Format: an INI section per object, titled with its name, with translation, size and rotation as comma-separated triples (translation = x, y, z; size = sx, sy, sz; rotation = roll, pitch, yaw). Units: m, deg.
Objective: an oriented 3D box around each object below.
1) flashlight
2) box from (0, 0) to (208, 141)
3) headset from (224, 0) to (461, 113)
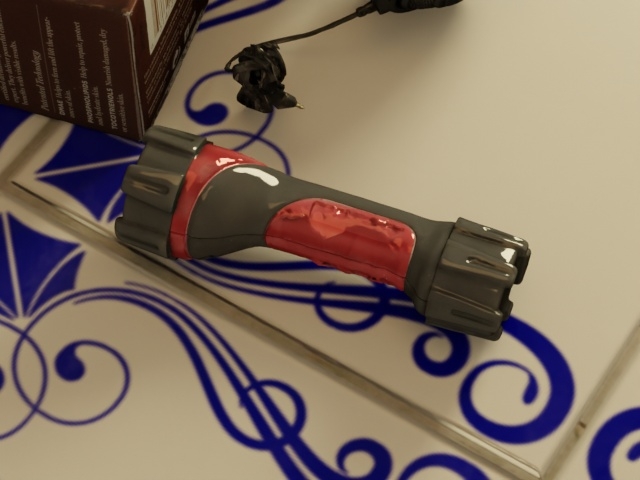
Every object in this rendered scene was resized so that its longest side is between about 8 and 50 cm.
[flashlight]
translation = 0.000, 0.000, 1.515
size = 0.304, 0.103, 0.103
rotation = 18, 85, 11
[box]
translation = -0.212, -0.212, 1.611
size = 0.203, 0.167, 0.168
rotation = 15, 58, 10
[headset]
translation = 0.043, -0.278, 1.629
size = 0.243, 0.185, 0.394
rotation = 30, 84, 7
